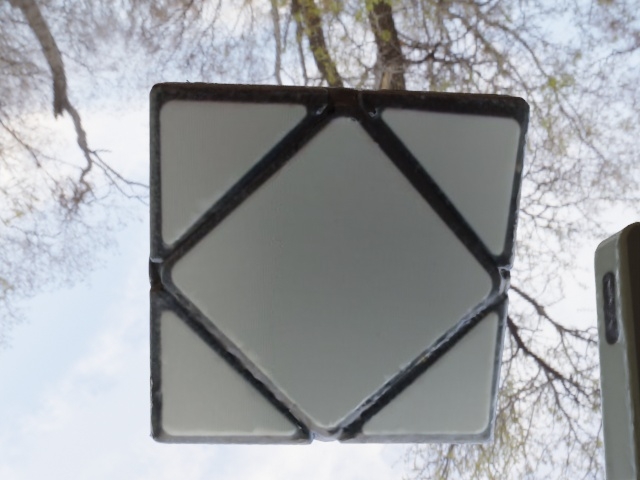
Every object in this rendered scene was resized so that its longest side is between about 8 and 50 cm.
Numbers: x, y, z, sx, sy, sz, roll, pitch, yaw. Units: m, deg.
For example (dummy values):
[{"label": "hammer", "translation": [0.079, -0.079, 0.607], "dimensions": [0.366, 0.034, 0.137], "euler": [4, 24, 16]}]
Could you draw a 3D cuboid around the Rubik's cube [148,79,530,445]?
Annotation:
[{"label": "Rubik's cube", "translation": [0.000, 0.000, 0.447], "dimensions": [0.204, 0.208, 0.205], "euler": [1, -166, -4]}]

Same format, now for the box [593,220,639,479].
[{"label": "box", "translation": [0.523, 0.181, 0.814], "dimensions": [0.372, 0.090, 0.368], "euler": [13, -114, -13]}]
